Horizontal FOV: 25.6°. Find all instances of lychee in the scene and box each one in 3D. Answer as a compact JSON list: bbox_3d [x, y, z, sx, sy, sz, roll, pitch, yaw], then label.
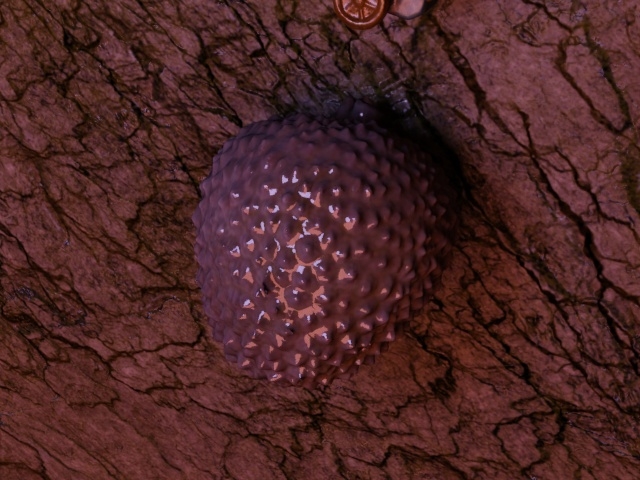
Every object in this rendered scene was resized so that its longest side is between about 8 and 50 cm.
[{"bbox_3d":[0.000,0.000,1.994,0.380,0.380,0.432,15,87,17],"label":"lychee"}]

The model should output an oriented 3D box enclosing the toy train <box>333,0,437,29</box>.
[{"bbox_3d":[0.043,-0.412,1.818,0.369,0.163,0.231,22,117,12],"label":"toy train"}]
